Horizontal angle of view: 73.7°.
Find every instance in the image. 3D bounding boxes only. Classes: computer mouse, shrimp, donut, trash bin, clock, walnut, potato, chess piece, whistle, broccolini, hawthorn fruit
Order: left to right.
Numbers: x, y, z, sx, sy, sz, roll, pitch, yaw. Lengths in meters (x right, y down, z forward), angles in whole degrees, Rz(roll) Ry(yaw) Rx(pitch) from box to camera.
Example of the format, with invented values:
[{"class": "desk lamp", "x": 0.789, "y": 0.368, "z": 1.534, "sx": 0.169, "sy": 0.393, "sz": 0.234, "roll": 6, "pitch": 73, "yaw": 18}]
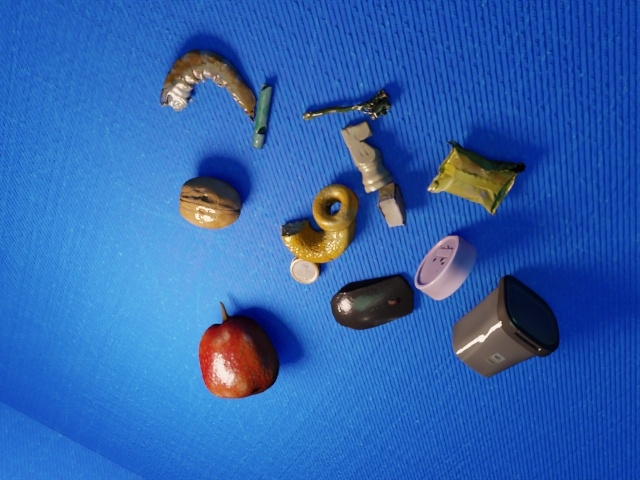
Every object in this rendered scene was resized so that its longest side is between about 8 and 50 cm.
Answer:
[{"class": "shrimp", "x": -0.326, "y": -0.457, "z": 1.246, "sx": 0.287, "sy": 0.068, "sz": 0.185, "roll": 7, "pitch": 122, "yaw": -2}, {"class": "walnut", "x": -0.351, "y": -0.119, "z": 1.361, "sx": 0.197, "sy": 0.165, "sz": 0.165, "roll": 20, "pitch": 119, "yaw": 12}, {"class": "hawthorn fruit", "x": -0.312, "y": 0.400, "z": 1.570, "sx": 0.285, "sy": 0.285, "sz": 0.368, "roll": -22, "pitch": 89, "yaw": 22}, {"class": "whistle", "x": -0.172, "y": -0.365, "z": 1.261, "sx": 0.039, "sy": 0.039, "sz": 0.186, "roll": 17, "pitch": 118, "yaw": 4}, {"class": "donut", "x": 0.006, "y": 0.003, "z": 1.380, "sx": 0.259, "sy": 0.101, "sz": 0.152, "roll": -13, "pitch": 118, "yaw": 15}, {"class": "donut", "x": 0.042, "y": -0.103, "z": 1.283, "sx": 0.152, "sy": 0.058, "sz": 0.151, "roll": -5, "pitch": 72, "yaw": 17}, {"class": "broccolini", "x": 0.076, "y": -0.369, "z": 1.210, "sx": 0.255, "sy": 0.071, "sz": 0.057, "roll": -3, "pitch": 149, "yaw": 23}, {"class": "chess piece", "x": 0.133, "y": -0.244, "z": 1.234, "sx": 0.090, "sy": 0.090, "sz": 0.200, "roll": -22, "pitch": 98, "yaw": 22}, {"class": "computer mouse", "x": 0.173, "y": 0.219, "z": 1.448, "sx": 0.296, "sy": 0.087, "sz": 0.168, "roll": -17, "pitch": 108, "yaw": 18}, {"class": "potato", "x": 0.215, "y": -0.100, "z": 1.268, "sx": 0.061, "sy": 0.086, "sz": 0.122, "roll": -8, "pitch": 137, "yaw": 25}, {"class": "clock", "x": 0.368, "y": 0.078, "z": 1.268, "sx": 0.068, "sy": 0.197, "sz": 0.197, "roll": 35, "pitch": 119, "yaw": -7}, {"class": "trash bin", "x": 0.559, "y": 0.280, "z": 1.328, "sx": 0.220, "sy": 0.219, "sz": 0.250, "roll": 38, "pitch": 125, "yaw": -5}]

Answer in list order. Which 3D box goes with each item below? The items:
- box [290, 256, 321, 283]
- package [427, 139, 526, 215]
[{"class": "box", "x": -0.052, "y": 0.097, "z": 1.467, "sx": 0.106, "sy": 0.037, "sz": 0.105, "roll": 5, "pitch": 117, "yaw": 11}, {"class": "package", "x": 0.428, "y": -0.176, "z": 1.187, "sx": 0.226, "sy": 0.090, "sz": 0.168, "roll": 21, "pitch": 116, "yaw": -1}]
